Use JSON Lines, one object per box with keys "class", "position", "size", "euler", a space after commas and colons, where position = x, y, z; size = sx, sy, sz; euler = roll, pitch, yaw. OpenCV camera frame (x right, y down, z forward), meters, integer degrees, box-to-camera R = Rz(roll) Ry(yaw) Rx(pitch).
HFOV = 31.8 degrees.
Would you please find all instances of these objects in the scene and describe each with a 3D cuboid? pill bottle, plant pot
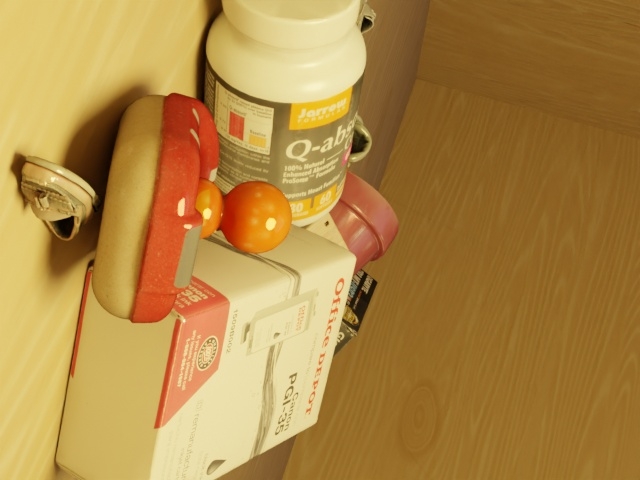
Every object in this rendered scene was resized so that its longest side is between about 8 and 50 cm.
{"class": "pill bottle", "position": [-0.040, -0.155, 1.158], "size": [0.278, 0.162, 0.162], "euler": [99, 9, -49]}
{"class": "plant pot", "position": [0.000, 0.000, 1.854], "size": [0.180, 0.201, 0.201], "euler": [-54, 166, -23]}

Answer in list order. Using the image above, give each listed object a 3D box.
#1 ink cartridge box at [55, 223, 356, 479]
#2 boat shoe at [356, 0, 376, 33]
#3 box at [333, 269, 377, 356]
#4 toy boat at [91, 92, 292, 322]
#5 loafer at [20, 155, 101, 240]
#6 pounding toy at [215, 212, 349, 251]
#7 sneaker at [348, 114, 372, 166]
{"class": "ink cartridge box", "position": [-0.101, 0.107, 1.076], "size": [0.283, 0.117, 0.207], "euler": [-18, 126, -55]}
{"class": "boat shoe", "position": [0.061, -0.377, 1.918], "size": [0.184, 0.063, 0.066], "euler": [-66, 170, -50]}
{"class": "box", "position": [-0.034, 0.194, 1.958], "size": [0.295, 0.073, 0.293], "euler": [-48, -177, 16]}
{"class": "toy boat", "position": [-0.097, -0.027, 0.907], "size": [0.231, 0.151, 0.151], "euler": [-105, -153, -66]}
{"class": "loafer", "position": [-0.183, -0.026, 0.787], "size": [0.125, 0.045, 0.039], "euler": [83, 30, -81]}
{"class": "pounding toy", "position": [-0.105, 0.027, 1.300], "size": [0.206, 0.181, 0.094], "euler": [-42, 130, -17]}
{"class": "sneaker", "position": [-0.001, -0.133, 1.651], "size": [0.330, 0.146, 0.123], "euler": [85, 20, -77]}
